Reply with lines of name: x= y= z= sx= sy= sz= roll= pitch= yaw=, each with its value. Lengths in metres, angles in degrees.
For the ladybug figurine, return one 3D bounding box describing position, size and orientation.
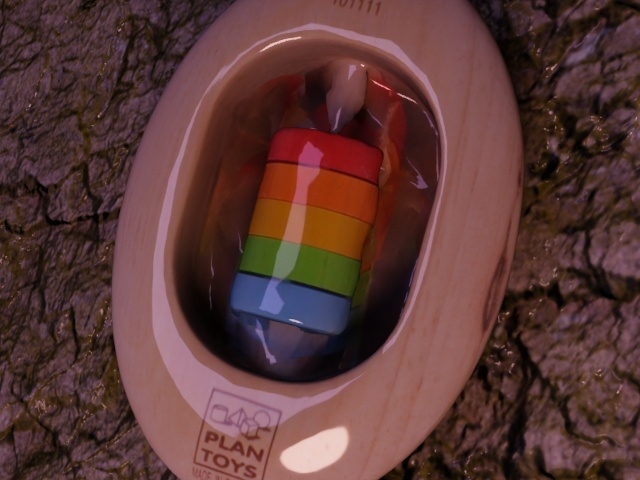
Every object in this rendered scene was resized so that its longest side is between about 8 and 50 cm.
ladybug figurine: x=0.000 y=0.000 z=0.915 sx=0.305 sy=0.162 sz=0.449 roll=17 pitch=86 yaw=12
